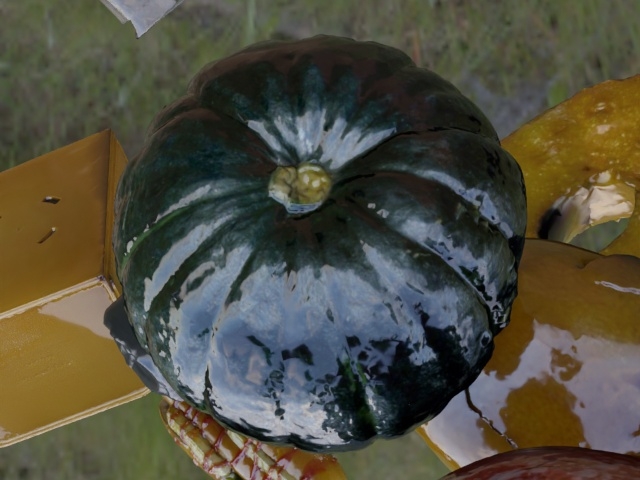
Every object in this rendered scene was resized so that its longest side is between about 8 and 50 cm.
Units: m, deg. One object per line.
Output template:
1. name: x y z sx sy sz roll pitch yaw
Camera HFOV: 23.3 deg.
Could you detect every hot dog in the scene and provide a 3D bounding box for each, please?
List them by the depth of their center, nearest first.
1. hot dog: -0.082 0.208 1.577 0.076 0.250 0.104 -13 135 -56

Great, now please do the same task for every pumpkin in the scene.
1. pumpkin: 0.000 0.000 0.802 0.220 0.220 0.162 -9 158 3

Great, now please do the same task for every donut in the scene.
1. donut: 0.230 0.009 1.255 0.303 0.303 0.110 -17 137 16

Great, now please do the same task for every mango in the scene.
1. mango: 0.180 0.112 0.993 0.287 0.201 0.152 39 173 -1

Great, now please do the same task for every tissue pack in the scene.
1. tissue pack: -0.263 0.043 1.496 0.194 0.274 0.145 -19 121 7

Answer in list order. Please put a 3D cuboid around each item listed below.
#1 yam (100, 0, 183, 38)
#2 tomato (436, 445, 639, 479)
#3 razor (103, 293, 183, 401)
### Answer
1. yam: -0.157 -0.192 0.673 0.264 0.046 0.046 44 129 -13
2. tomato: 0.110 0.231 0.766 0.227 0.270 0.270 6 150 10
3. razor: -0.064 0.036 0.992 0.148 0.090 0.054 -32 135 -19
